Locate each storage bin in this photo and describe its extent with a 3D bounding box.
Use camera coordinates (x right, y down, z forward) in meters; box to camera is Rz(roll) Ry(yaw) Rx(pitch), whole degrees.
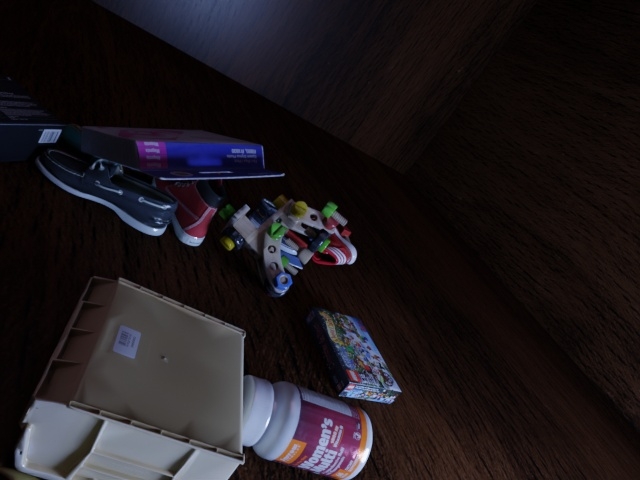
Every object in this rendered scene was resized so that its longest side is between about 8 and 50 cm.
[{"bbox_3d":[-0.241,0.203,0.720,0.260,0.123,0.262,27,22,-20],"label":"storage bin"}]

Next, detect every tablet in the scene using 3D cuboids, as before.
[{"bbox_3d":[-0.090,0.052,1.455,0.083,0.006,0.054,24,23,-31],"label":"tablet"}]

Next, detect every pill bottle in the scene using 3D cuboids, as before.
[{"bbox_3d":[-0.036,0.299,0.835,0.221,0.121,0.121,26,22,-24],"label":"pill bottle"}]

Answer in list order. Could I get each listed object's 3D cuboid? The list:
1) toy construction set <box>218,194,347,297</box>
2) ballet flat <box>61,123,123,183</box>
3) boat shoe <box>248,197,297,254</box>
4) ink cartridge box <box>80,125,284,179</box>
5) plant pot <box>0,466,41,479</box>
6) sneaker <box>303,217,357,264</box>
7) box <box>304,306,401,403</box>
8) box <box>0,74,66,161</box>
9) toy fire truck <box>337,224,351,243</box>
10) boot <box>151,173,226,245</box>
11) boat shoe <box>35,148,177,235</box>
[{"bbox_3d":[-0.115,-0.026,1.266,0.237,0.257,0.309,40,-3,-2],"label":"toy construction set"},{"bbox_3d":[-0.526,-0.204,1.235,0.206,0.073,0.067,44,7,11],"label":"ballet flat"},{"bbox_3d":[-0.119,-0.040,1.496,0.183,0.083,0.065,38,20,3],"label":"boat shoe"},{"bbox_3d":[-0.301,-0.201,1.155,0.330,0.071,0.324,18,18,39],"label":"ink cartridge box"},{"bbox_3d":[-0.292,0.280,0.486,0.134,0.134,0.095,46,-2,25],"label":"plant pot"},{"bbox_3d":[0.000,0.000,1.603,0.221,0.087,0.128,34,26,33],"label":"sneaker"},{"bbox_3d":[0.070,0.261,1.197,0.159,0.044,0.233,21,25,-36],"label":"box"},{"bbox_3d":[-0.682,-0.246,1.024,0.184,0.103,0.261,42,21,7],"label":"box"},{"bbox_3d":[0.067,0.003,1.752,0.135,0.047,0.192,22,25,-38],"label":"toy fire truck"},{"bbox_3d":[-0.314,-0.129,1.250,0.088,0.176,0.244,8,33,-49],"label":"boot"},{"bbox_3d":[-0.458,-0.126,1.132,0.302,0.091,0.114,29,21,-18],"label":"boat shoe"}]
